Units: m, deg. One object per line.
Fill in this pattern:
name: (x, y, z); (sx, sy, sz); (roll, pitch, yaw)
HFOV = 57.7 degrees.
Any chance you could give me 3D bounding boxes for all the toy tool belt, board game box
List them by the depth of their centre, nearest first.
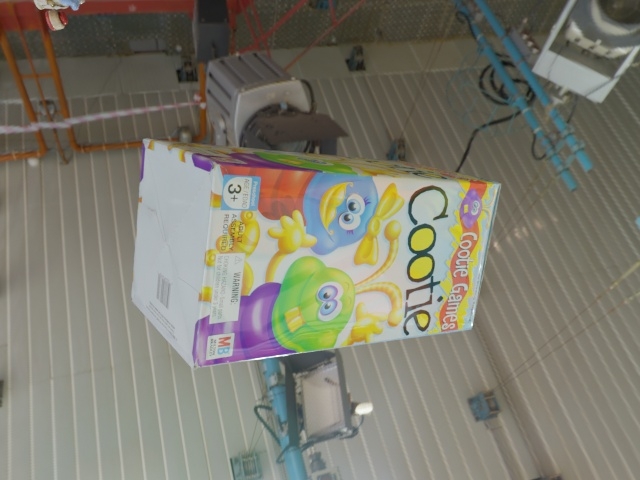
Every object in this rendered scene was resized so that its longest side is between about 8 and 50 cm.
board game box: (0.000, 0.000, 0.499); (0.275, 0.142, 0.144); (-1, -165, -36)
toy tool belt: (-0.253, -0.245, 0.564); (0.051, 0.083, 0.052); (-12, -126, -2)
